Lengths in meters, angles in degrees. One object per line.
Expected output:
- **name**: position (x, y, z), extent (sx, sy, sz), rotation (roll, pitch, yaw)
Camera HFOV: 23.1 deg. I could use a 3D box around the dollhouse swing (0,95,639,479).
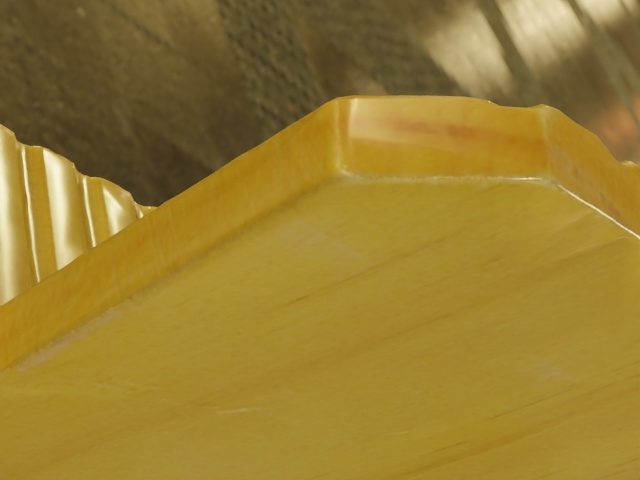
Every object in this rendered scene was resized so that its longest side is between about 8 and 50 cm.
- **dollhouse swing**: position (0.000, 0.000, 0.623), extent (0.347, 0.305, 0.315), rotation (28, 32, -37)
